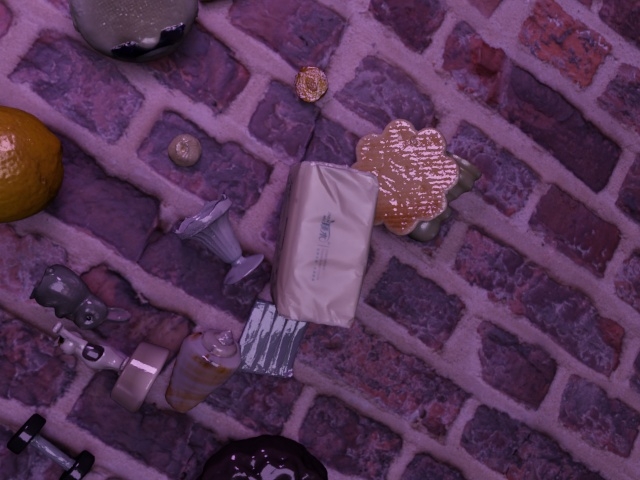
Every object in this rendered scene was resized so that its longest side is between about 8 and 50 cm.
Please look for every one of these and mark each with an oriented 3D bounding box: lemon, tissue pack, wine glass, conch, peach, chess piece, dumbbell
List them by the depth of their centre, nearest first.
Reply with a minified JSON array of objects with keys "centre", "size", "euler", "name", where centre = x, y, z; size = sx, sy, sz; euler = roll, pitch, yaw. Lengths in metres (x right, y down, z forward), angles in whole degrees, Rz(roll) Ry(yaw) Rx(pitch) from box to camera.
[{"centre":[-0.721,-0.168,1.358],"size":[0.293,0.293,0.292],"euler":[-1,93,-14],"name":"lemon"},{"centre":[-0.659,0.520,1.492],"size":[0.191,0.100,0.100],"euler":[43,83,-12],"name":"dumbbell"},{"centre":[0.000,0.000,1.509],"size":[0.207,0.297,0.380],"euler":[9,95,-9],"name":"tissue pack"},{"centre":[-0.251,0.003,1.539],"size":[0.165,0.165,0.196],"euler":[-36,104,-10],"name":"wine glass"},{"centre":[-0.303,0.330,1.544],"size":[0.158,0.127,0.255],"euler":[30,87,-2],"name":"conch"},{"centre":[-0.024,-0.414,1.620],"size":[0.098,0.061,0.098],"euler":[0,93,9],"name":"peach"},{"centre":[0.321,-0.111,1.687],"size":[0.145,0.144,0.251],"euler":[31,92,-13],"name":"chess piece"}]

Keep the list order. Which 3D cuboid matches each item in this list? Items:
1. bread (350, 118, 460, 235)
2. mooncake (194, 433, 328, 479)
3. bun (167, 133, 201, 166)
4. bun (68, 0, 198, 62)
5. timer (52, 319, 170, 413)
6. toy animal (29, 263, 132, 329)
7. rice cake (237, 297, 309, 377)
[{"centre":[0.215,-0.171,1.632],"size":[0.316,0.054,0.315],"euler":[-2,84,18],"name":"bread"},{"centre":[-0.167,0.698,1.573],"size":[0.351,0.212,0.381],"euler":[30,83,-7],"name":"mooncake"},{"centre":[-0.346,-0.232,1.554],"size":[0.086,0.055,0.086],"euler":[0,92,-13],"name":"bun"},{"centre":[-0.448,-0.579,1.449],"size":[0.294,0.187,0.293],"euler":[-10,123,-15],"name":"bun"},{"centre":[-0.527,0.287,1.485],"size":[0.266,0.175,0.175],"euler":[29,86,-8],"name":"timer"},{"centre":[-0.585,0.155,1.482],"size":[0.236,0.138,0.108],"euler":[36,51,-9],"name":"toy animal"},{"centre":[-0.132,0.267,1.638],"size":[0.190,0.037,0.198],"euler":[14,90,-14],"name":"rice cake"}]
